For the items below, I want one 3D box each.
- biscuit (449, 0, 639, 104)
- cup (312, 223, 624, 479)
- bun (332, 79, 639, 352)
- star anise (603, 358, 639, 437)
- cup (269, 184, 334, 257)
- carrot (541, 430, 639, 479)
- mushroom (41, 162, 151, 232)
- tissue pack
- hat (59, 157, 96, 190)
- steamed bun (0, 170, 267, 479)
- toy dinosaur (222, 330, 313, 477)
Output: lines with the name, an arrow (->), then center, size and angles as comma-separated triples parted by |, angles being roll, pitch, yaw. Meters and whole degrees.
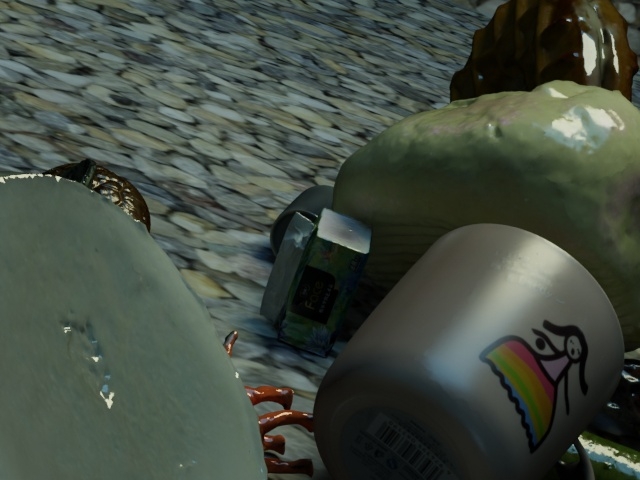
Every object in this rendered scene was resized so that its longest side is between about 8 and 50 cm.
biscuit -> 0.238, -0.133, 2.232 | 0.103, 0.332, 0.332 | 14, 20, -23
cup -> 0.125, 0.144, 1.560 | 0.191, 0.253, 0.200 | -17, 19, 43
bun -> 0.198, -0.035, 1.925 | 0.361, 0.213, 0.361 | 19, -26, 10
star anise -> 0.351, 0.164, 1.888 | 0.230, 0.081, 0.262 | 19, -4, -5
cup -> 0.000, 0.000, 2.015 | 0.100, 0.078, 0.077 | 52, 26, -1
carrot -> 0.173, 0.178, 1.700 | 0.359, 0.074, 0.074 | 22, 18, 12
mushroom -> -0.216, -0.022, 1.812 | 0.126, 0.085, 0.109 | 19, 18, 13
tissue pack -> -0.006, 0.035, 1.834 | 0.079, 0.111, 0.085 | 20, 19, -3
hat -> -0.221, 0.071, 1.406 | 0.128, 0.265, 0.265 | 47, 12, -17
steamed bun -> -0.192, 0.123, 1.148 | 0.324, 0.206, 0.324 | 39, 34, -33
toy dinosaur -> -0.053, 0.158, 1.539 | 0.101, 0.055, 0.279 | 4, 24, -17
